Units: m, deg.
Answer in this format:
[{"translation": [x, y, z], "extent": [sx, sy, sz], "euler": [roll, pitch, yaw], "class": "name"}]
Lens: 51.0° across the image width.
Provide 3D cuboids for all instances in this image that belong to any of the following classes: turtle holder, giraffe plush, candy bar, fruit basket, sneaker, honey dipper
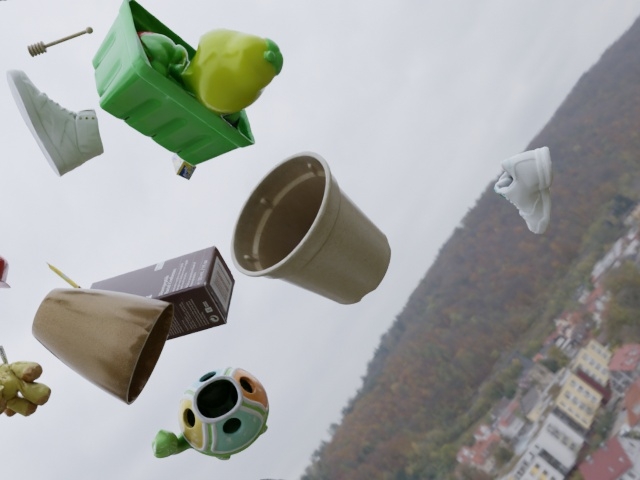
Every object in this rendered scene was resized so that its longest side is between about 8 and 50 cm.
[{"translation": [-0.307, 0.477, 1.885], "extent": [0.320, 0.244, 0.227], "euler": [-5, -27, -2], "class": "turtle holder"}, {"translation": [-0.858, 0.399, 1.795], "extent": [0.181, 0.210, 0.170], "euler": [-36, 3, 13], "class": "giraffe plush"}, {"translation": [-0.875, 0.126, 2.296], "extent": [0.018, 0.161, 0.040], "euler": [-52, -14, -19], "class": "candy bar"}, {"translation": [-0.257, -0.367, 1.467], "extent": [0.391, 0.283, 0.392], "euler": [-14, -35, -10], "class": "fruit basket"}, {"translation": [-0.688, -0.335, 1.773], "extent": [0.169, 0.293, 0.108], "euler": [-32, 21, -24], "class": "sneaker"}, {"translation": [0.353, -0.084, 1.173], "extent": [0.212, 0.094, 0.080], "euler": [65, -157, -52], "class": "sneaker"}, {"translation": [-0.622, -0.480, 1.611], "extent": [0.160, 0.031, 0.030], "euler": [-19, -19, 1], "class": "honey dipper"}]

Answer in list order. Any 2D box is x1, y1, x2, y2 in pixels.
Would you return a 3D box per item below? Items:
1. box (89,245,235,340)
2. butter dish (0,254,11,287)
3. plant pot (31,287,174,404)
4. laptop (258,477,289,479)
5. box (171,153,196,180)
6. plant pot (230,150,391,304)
[{"translation": [-0.429, 0.161, 1.755], "extent": [0.381, 0.143, 0.191], "euler": [-18, 30, 11], "class": "box"}, {"translation": [-0.964, 0.064, 1.934], "extent": [0.160, 0.159, 0.118], "euler": [137, 151, -70], "class": "butter dish"}, {"translation": [-0.488, 0.204, 1.483], "extent": [0.237, 0.254, 0.237], "euler": [21, -90, -88], "class": "plant pot"}, {"translation": [0.140, 0.542, 1.069], "extent": [0.408, 0.381, 0.237], "euler": [42, -127, -55], "class": "laptop"}, {"translation": [-0.486, -0.276, 2.387], "extent": [0.054, 0.169, 0.059], "euler": [26, -75, -27], "class": "box"}, {"translation": [0.000, 0.000, 1.668], "extent": [0.305, 0.334, 0.334], "euler": [33, -83, -35], "class": "plant pot"}]
